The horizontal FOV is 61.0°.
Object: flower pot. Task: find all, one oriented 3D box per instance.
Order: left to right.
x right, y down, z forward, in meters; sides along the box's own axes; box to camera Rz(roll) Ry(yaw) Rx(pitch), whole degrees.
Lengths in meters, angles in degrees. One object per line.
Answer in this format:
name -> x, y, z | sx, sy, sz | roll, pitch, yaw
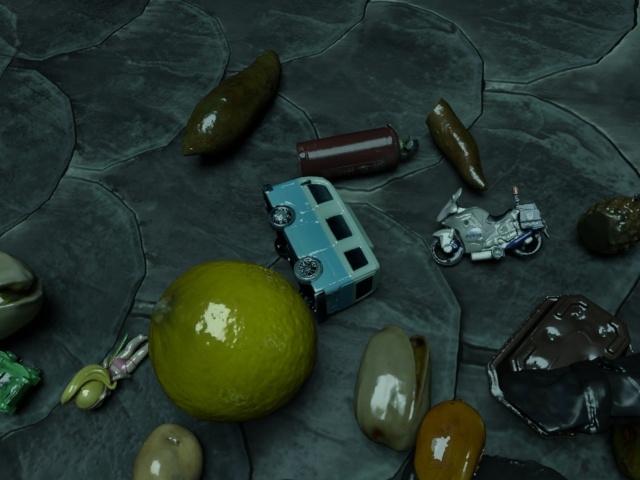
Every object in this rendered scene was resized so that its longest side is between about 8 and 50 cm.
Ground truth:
flower pot -> 0.409, 0.194, 0.910 | 0.251, 0.084, 0.179 | -43, 62, -16

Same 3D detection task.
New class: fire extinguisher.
fire extinguisher -> 0.087, -0.193, 1.190 | 0.269, 0.104, 0.104 | -11, 58, 3

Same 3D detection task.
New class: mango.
mango -> 0.193, 0.311, 0.806 | 0.105, 0.084, 0.159 | 39, 47, -18

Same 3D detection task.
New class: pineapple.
pineapple -> 0.586, -0.045, 1.024 | 0.198, 0.108, 0.108 | -22, 58, -18

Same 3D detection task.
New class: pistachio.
pistachio -> -0.683, 0.113, 1.054 | 0.332, 0.226, 0.207 | -8, 96, 12
pistachio -> 0.126, 0.242, 0.901 | 0.130, 0.131, 0.206 | 26, 59, -24

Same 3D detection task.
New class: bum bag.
bum bag -> 0.425, 0.217, 0.790 | 0.310, 0.074, 0.137 | -10, 27, 3

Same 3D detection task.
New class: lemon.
lemon -> -0.143, 0.166, 0.903 | 0.293, 0.293, 0.293 | -4, 59, 7

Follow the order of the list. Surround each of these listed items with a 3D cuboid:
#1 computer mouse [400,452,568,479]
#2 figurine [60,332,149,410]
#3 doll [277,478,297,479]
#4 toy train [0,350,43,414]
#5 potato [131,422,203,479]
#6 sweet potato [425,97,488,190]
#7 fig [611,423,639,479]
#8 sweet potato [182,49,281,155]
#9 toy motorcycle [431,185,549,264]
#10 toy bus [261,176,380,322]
computer mouse -> 0.256, 0.412, 0.804 | 0.295, 0.087, 0.168 | 2, 46, 29
figurine -> -0.396, 0.243, 1.019 | 0.083, 0.083, 0.187 | 35, 60, 25
doll -> -0.100, 0.456, 0.793 | 0.257, 0.161, 0.215 | -30, 87, 4
toy train -> -0.599, 0.265, 1.029 | 0.149, 0.081, 0.099 | 26, 67, 21
potato -> -0.256, 0.377, 0.896 | 0.112, 0.112, 0.147 | -1, 53, 8
sweet potato -> 0.295, -0.197, 1.172 | 0.077, 0.077, 0.243 | -20, 67, -3
fig -> 0.536, 0.306, 0.801 | 0.185, 0.126, 0.133 | 2, 46, 15
sweet potato -> -0.191, -0.344, 1.310 | 0.131, 0.130, 0.422 | 19, 57, 19
toy motorcycle -> 0.322, -0.033, 1.056 | 0.221, 0.102, 0.150 | -6, 80, 9
toy bus -> 0.000, 0.000, 1.064 | 0.165, 0.133, 0.271 | -22, 61, -10
